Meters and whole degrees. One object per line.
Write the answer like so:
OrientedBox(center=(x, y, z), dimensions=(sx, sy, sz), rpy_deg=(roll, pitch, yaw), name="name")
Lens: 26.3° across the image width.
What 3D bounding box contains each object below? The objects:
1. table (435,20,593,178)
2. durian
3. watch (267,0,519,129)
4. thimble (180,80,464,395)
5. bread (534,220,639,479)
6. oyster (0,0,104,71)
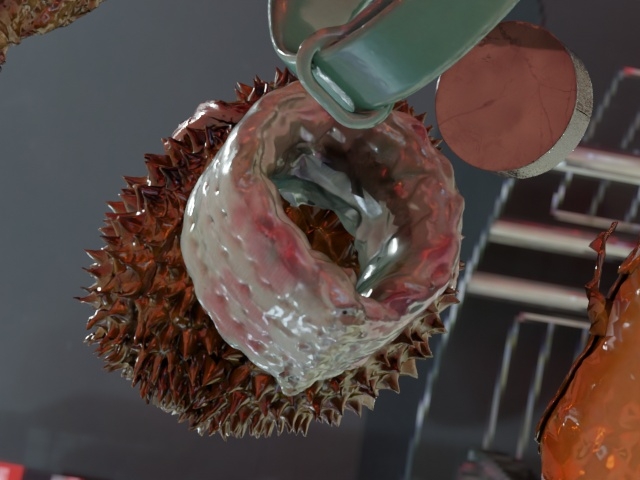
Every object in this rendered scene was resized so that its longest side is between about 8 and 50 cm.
OrientedBox(center=(0.169, -0.123, 1.204), dimensions=(0.043, 0.133, 0.133), rpy_deg=(15, -97, -58), name="table")
OrientedBox(center=(-0.035, 0.013, 1.318), dimensions=(0.384, 0.347, 0.347), rpy_deg=(-53, 10, 4), name="durian")
OrientedBox(center=(0.059, -0.170, 0.791), dimensions=(0.237, 0.068, 0.195), rpy_deg=(-52, 30, -10), name="watch")
OrientedBox(center=(0.000, 0.000, 1.020), dimensions=(0.149, 0.185, 0.211), rpy_deg=(131, 141, -55), name="thimble")
OrientedBox(center=(0.300, 0.058, 0.946), dimensions=(0.315, 0.248, 0.279), rpy_deg=(-45, -28, -47), name="bread")
OrientedBox(center=(-0.239, -0.233, 1.132), dimensions=(0.345, 0.128, 0.079), rpy_deg=(-42, -14, -48), name="oyster")
